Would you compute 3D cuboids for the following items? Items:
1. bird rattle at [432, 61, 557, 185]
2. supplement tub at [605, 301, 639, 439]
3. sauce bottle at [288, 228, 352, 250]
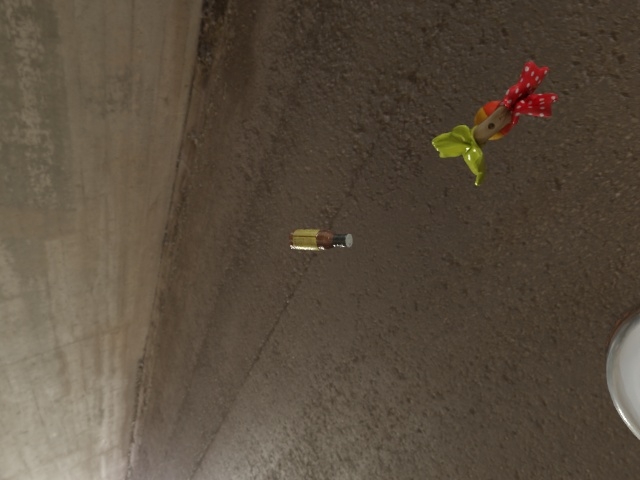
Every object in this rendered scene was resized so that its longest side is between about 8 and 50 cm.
[{"bbox_3d":[0.362,-0.258,0.873,0.143,0.207,0.253,38,123,2],"label":"bird rattle"},{"bbox_3d":[0.526,0.179,0.587,0.207,0.338,0.206,-5,81,33],"label":"supplement tub"},{"bbox_3d":[0.000,0.000,0.792,0.128,0.042,0.042,4,107,35],"label":"sauce bottle"}]
